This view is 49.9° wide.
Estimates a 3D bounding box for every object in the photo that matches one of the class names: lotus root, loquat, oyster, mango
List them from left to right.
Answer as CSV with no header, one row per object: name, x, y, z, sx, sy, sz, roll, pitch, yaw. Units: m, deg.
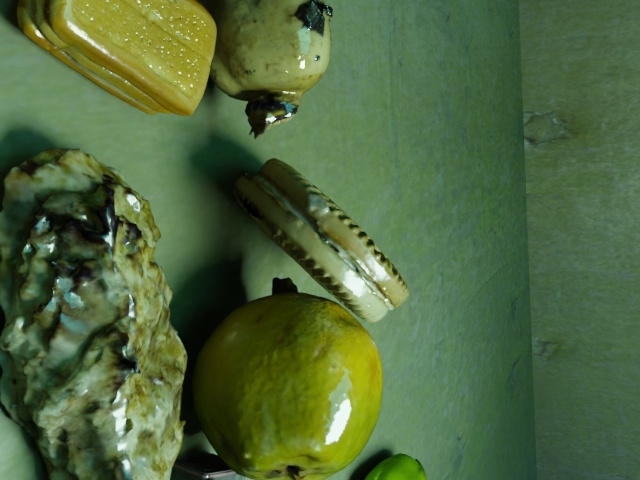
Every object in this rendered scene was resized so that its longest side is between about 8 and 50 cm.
oyster,-0.174,0.115,0.630,0.204,0.110,0.396,-13,98,-64
lotus root,-0.064,-0.249,0.769,0.140,0.154,0.257,-27,111,-52
loquat,-0.036,0.146,0.779,0.213,0.213,0.246,55,23,-47
mango,0.129,0.443,1.190,0.233,0.111,0.125,11,95,-74

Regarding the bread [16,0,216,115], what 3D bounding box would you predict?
bread,-0.179,-0.198,0.638,0.200,0.077,0.116,29,64,-60

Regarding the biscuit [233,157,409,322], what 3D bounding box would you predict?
biscuit,0.000,0.000,0.828,0.079,0.259,0.259,-45,142,-2

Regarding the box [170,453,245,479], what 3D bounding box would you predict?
box,-0.129,0.276,0.763,0.084,0.060,0.063,23,79,-60
